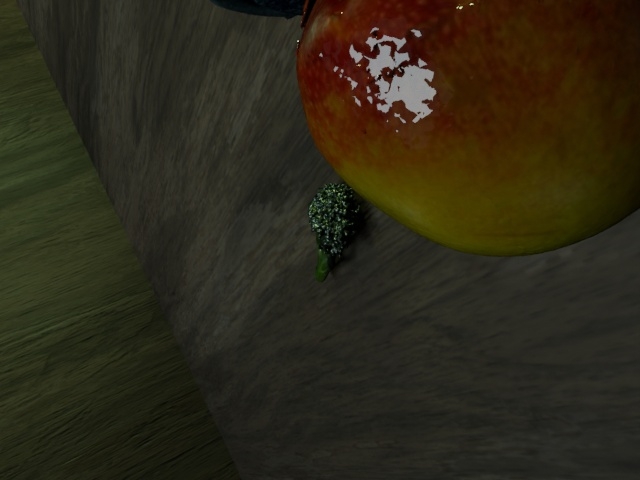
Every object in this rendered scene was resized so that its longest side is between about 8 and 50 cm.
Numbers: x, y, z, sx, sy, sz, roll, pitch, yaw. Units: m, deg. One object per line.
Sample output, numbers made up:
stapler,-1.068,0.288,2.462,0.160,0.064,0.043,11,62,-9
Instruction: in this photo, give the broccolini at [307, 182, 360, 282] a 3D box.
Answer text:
broccolini,0.019,-0.004,0.908,0.203,0.068,0.091,86,166,-67

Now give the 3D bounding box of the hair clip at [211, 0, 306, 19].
hair clip,-0.018,-0.323,0.498,0.194,0.206,0.310,35,146,57

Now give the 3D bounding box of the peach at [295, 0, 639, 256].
peach,0.101,-0.103,0.424,0.231,0.231,0.231,45,148,39
